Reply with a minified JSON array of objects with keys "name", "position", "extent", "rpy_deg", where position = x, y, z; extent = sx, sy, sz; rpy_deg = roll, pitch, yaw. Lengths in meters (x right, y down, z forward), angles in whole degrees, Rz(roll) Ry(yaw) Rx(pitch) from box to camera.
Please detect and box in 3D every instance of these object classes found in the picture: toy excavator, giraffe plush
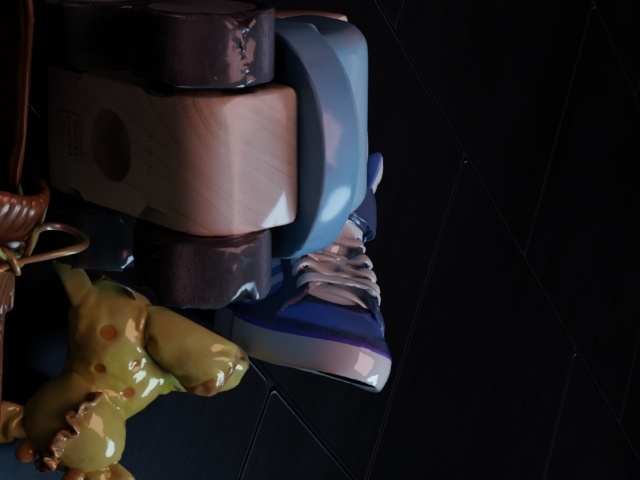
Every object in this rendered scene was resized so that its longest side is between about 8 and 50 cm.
[{"name":"toy excavator","position":[-0.053,-0.119,1.389],"extent":[0.445,0.433,0.222],"rpy_deg":[-11,109,-39]},{"name":"giraffe plush","position":[-0.180,0.127,1.345],"extent":[0.170,0.181,0.210],"rpy_deg":[-62,156,-5]}]

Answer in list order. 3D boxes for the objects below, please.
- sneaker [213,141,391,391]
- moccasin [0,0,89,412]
[{"name":"sneaker","position":[0.000,0.000,1.494],"extent":[0.130,0.323,0.236],"rpy_deg":[18,90,-21]},{"name":"moccasin","position":[-0.264,-0.029,1.188],"extent":[0.139,0.147,0.380],"rpy_deg":[14,78,-59]}]
